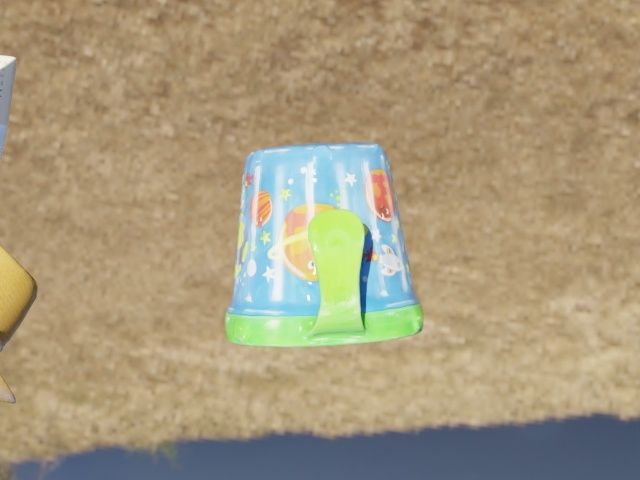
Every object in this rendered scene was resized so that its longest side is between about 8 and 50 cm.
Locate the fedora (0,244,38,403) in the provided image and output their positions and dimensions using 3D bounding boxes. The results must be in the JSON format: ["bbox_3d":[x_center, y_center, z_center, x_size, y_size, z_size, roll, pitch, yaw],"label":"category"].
[{"bbox_3d":[-0.256,0.030,1.001,0.194,0.079,0.194,42,161,18],"label":"fedora"}]

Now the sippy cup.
[{"bbox_3d":[0.000,0.000,1.636,0.240,0.224,0.305,-4,-178,-41],"label":"sippy cup"}]

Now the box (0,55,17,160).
[{"bbox_3d":[-0.458,-0.129,1.632,0.180,0.119,0.182,9,140,-17],"label":"box"}]
